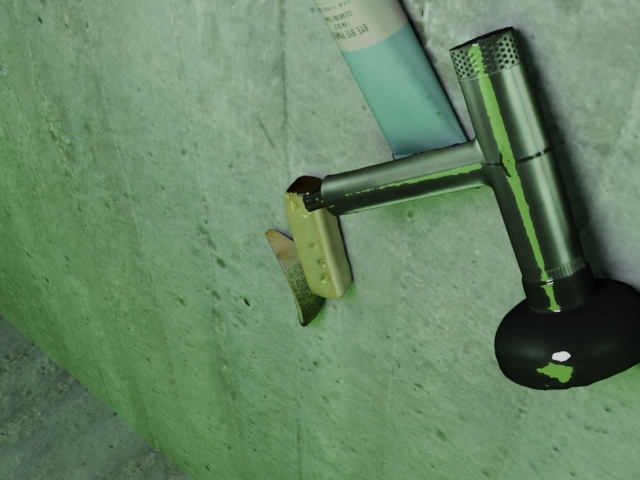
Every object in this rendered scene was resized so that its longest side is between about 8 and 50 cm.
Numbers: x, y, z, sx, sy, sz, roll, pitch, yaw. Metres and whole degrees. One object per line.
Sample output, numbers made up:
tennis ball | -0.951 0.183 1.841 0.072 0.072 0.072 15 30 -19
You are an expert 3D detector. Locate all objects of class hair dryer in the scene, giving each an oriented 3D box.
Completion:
hair dryer | 0.149 -0.019 0.783 0.284 0.156 0.320 -18 101 56

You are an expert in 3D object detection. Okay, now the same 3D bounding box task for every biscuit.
biscuit | 0.000 0.000 1.042 0.056 0.052 0.188 12 137 29

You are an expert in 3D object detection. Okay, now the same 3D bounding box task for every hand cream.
hand cream | 0.055 -0.204 0.763 0.111 0.070 0.312 3 135 47

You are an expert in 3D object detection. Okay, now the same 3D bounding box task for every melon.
melon | -0.033 0.073 1.162 0.098 0.054 0.182 37 153 47
